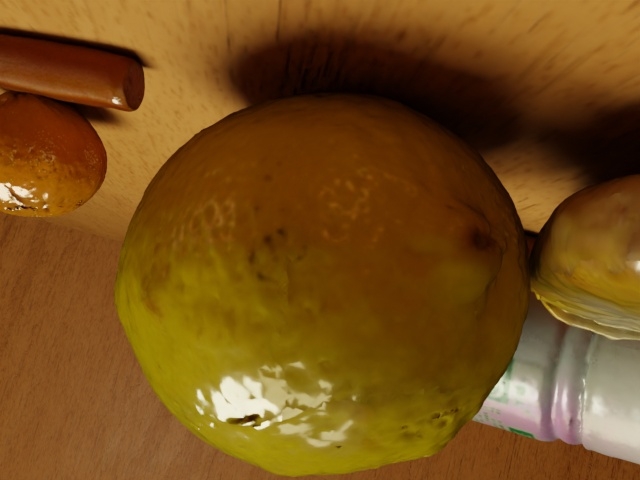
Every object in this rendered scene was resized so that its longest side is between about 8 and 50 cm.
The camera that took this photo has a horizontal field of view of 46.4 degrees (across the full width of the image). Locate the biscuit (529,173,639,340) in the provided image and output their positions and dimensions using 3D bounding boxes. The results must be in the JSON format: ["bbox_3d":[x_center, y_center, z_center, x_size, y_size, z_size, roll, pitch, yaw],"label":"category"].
[{"bbox_3d":[0.330,0.031,0.430,0.429,0.104,0.446,10,174,24],"label":"biscuit"}]

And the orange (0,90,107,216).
[{"bbox_3d":[-0.270,-0.081,0.708,0.135,0.117,0.135,18,-158,-8],"label":"orange"}]

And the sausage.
[{"bbox_3d":[-0.190,-0.122,0.539,0.131,0.039,0.041,14,180,15],"label":"sausage"}]

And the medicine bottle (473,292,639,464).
[{"bbox_3d":[0.275,0.144,0.960,0.325,0.212,0.212,10,171,30],"label":"medicine bottle"}]

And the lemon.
[{"bbox_3d":[-0.003,0.027,0.495,0.284,0.260,0.260,12,172,41],"label":"lemon"}]

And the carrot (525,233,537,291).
[{"bbox_3d":[0.277,0.036,0.765,0.248,0.059,0.059,12,172,2],"label":"carrot"}]
